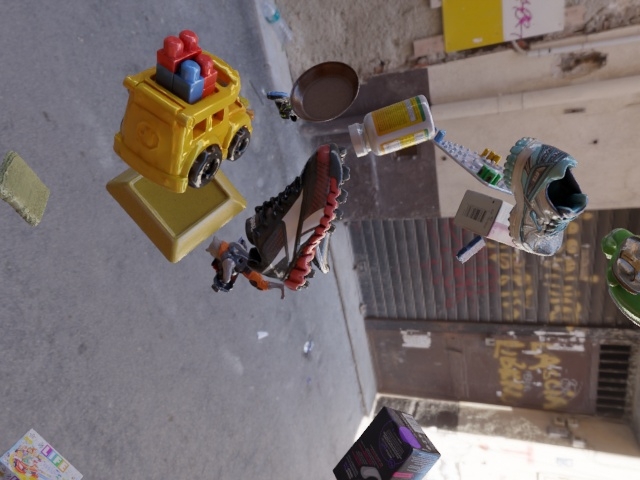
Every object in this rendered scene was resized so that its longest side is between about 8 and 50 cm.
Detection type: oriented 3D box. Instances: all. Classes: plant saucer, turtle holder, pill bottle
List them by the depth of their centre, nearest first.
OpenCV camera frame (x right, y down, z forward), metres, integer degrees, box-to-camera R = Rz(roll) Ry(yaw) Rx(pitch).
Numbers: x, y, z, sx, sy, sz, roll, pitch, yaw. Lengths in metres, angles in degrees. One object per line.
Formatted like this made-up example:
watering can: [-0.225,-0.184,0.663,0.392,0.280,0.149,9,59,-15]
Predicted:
turtle holder: [0.865,0.114,1.096,0.243,0.320,0.227,-55,135,-5]
pill bottle: [0.184,-0.293,1.107,0.117,0.208,0.118,-17,90,-78]
plant saucer: [0.014,-0.400,1.151,0.036,0.198,0.199,47,46,-62]
plant saucer: [-0.458,-0.154,1.371,0.332,0.081,0.333,-42,98,-19]

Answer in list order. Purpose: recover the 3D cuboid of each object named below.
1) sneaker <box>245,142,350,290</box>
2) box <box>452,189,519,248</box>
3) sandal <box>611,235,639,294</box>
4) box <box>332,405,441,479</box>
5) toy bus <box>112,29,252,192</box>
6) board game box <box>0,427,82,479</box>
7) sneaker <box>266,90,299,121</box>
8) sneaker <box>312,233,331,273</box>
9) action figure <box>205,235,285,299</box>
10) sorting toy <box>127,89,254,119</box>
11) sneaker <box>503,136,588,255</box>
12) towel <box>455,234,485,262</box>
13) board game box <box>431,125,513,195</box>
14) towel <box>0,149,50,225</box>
sneaker: [-0.047,-0.037,0.675,0.098,0.134,0.276,-93,-157,-53]
box: [0.588,-0.069,1.413,0.232,0.148,0.127,14,102,-36]
sandal: [0.754,0.049,1.009,0.180,0.072,0.049,-53,167,-30]
box: [0.191,0.656,1.236,0.143,0.165,0.270,31,100,-34]
toy bus: [-0.194,-0.217,0.649,0.220,0.149,0.212,-52,173,-45]
board game box: [-0.577,0.475,0.862,0.154,0.026,0.103,50,2,-9]
sneaker: [-0.124,-0.475,1.494,0.188,0.067,0.078,15,96,-60]
sneaker: [0.000,0.000,1.406,0.107,0.100,0.272,-27,128,-17]
action figure: [-0.281,0.067,1.649,0.179,0.330,0.341,-56,-161,32]
sorting toy: [-0.351,-0.371,1.191,0.229,0.306,0.041,96,-9,-77]
sneaker: [0.432,-0.057,0.795,0.110,0.122,0.283,-41,128,-8]
towel: [0.573,0.032,1.611,0.067,0.119,0.029,44,7,-47]
board game box: [0.634,-0.281,1.573,0.389,0.050,0.390,11,32,-31]
towel: [-0.578,-0.100,0.815,0.148,0.027,0.110,59,-7,46]
